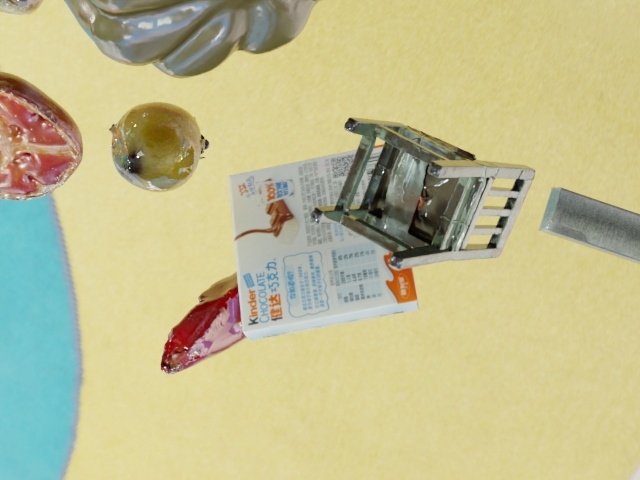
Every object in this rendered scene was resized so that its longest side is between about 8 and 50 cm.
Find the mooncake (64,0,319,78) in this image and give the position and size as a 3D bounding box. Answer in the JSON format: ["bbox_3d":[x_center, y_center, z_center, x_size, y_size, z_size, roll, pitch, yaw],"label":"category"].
[{"bbox_3d":[-0.114,-0.341,1.151,0.378,0.378,0.200,-39,64,36],"label":"mooncake"}]

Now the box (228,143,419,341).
[{"bbox_3d":[0.000,0.000,1.613,0.265,0.273,0.048,-10,155,7],"label":"box"}]

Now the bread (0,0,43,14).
[{"bbox_3d":[-0.565,-0.468,1.766,0.236,0.140,0.106,20,178,-37],"label":"bread"}]

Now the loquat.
[{"bbox_3d":[-0.258,-0.148,1.687,0.163,0.137,0.163,-4,129,-5],"label":"loquat"}]

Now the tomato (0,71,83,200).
[{"bbox_3d":[-0.329,-0.117,1.130,0.156,0.069,0.155,1,134,1],"label":"tomato"}]

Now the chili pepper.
[{"bbox_3d":[-0.123,0.102,1.736,0.110,0.387,0.110,21,128,29],"label":"chili pepper"}]

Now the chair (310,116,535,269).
[{"bbox_3d":[0.130,-0.060,1.311,0.147,0.270,0.136,30,109,29],"label":"chair"}]

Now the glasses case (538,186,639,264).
[{"bbox_3d":[0.432,-0.017,1.574,0.205,0.047,0.070,18,87,-8],"label":"glasses case"}]
